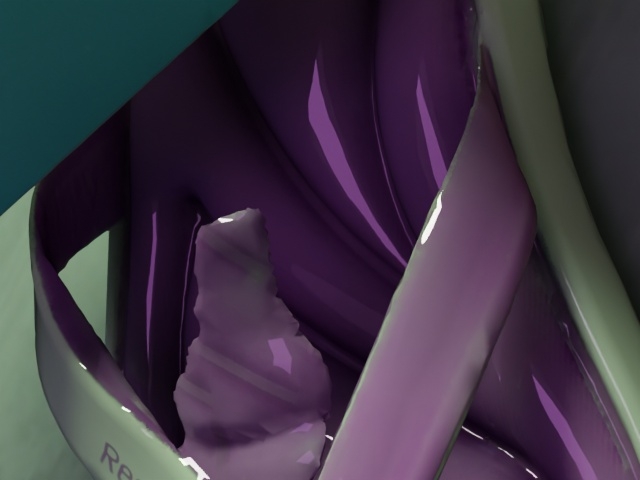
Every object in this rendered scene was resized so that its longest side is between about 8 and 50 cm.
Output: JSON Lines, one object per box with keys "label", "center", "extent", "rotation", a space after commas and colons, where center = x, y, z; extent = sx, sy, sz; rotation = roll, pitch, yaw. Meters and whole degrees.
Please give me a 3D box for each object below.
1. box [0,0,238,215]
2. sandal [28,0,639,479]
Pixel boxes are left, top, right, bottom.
{"label": "box", "center": [-0.050, -0.100, 0.435], "extent": [0.244, 0.060, 0.100], "rotation": [-41, 44, 15]}
{"label": "sandal", "center": [-0.013, 0.005, 0.451], "extent": [0.169, 0.102, 0.416], "rotation": [-21, 66, 30]}
